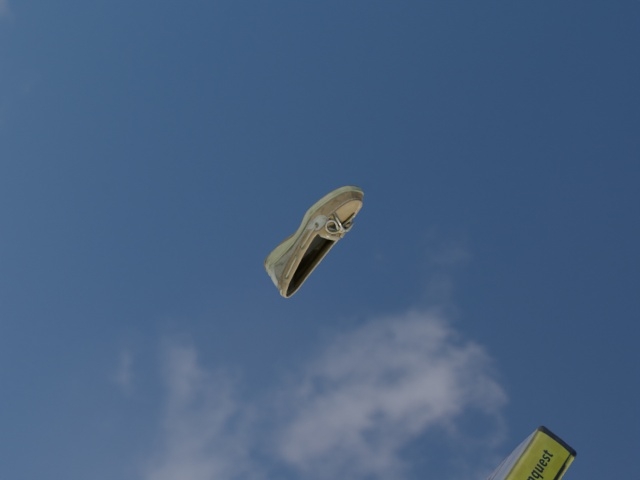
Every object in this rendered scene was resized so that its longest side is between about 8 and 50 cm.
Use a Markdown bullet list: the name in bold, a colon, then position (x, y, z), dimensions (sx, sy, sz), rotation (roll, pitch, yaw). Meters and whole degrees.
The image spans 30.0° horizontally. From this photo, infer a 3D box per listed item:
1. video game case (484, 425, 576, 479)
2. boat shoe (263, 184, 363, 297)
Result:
- **video game case**: position (0.051, 0.277, 0.833), dimensions (0.035, 0.248, 0.275), rotation (39, -41, 8)
- **boat shoe**: position (-0.002, 0.000, 1.332), dimensions (0.153, 0.056, 0.048), rotation (-43, -121, 22)
